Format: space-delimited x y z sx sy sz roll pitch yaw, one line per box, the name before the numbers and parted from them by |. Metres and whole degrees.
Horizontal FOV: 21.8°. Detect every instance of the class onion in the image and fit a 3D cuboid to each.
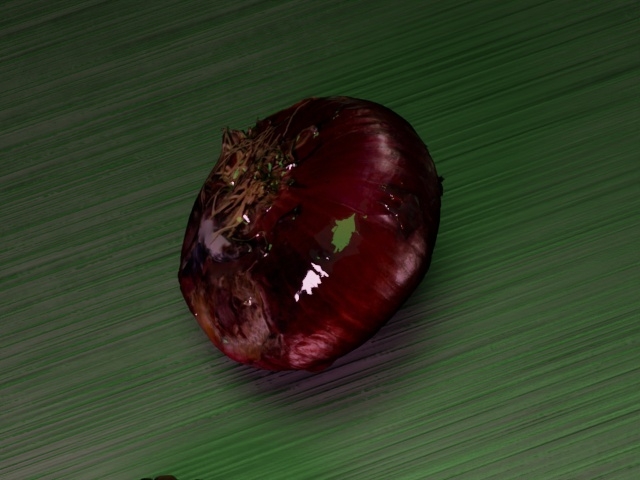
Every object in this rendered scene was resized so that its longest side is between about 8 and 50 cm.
onion | 0.000 0.000 1.720 0.314 0.232 0.314 -34 36 29

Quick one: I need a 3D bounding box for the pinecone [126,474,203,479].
pinecone | -0.156 0.337 1.559 0.264 0.264 0.264 -2 62 5
